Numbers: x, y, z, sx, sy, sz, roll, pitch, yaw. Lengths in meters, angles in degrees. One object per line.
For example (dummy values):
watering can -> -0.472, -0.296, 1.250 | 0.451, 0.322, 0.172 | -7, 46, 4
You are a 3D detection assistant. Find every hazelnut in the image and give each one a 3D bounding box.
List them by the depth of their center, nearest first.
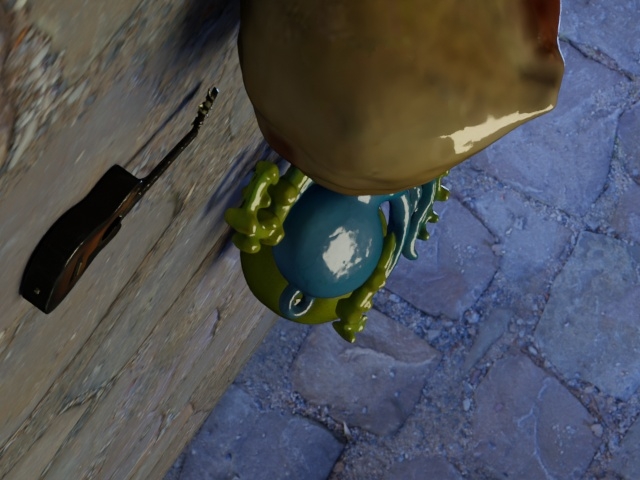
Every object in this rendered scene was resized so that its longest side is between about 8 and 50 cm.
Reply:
hazelnut -> 0.058, -0.145, 1.185 | 0.261, 0.241, 0.261 | -56, 170, -15

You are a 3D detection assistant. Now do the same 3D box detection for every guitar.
guitar -> -0.140, -0.039, 1.243 | 0.233, 0.025, 0.088 | -53, 176, -35

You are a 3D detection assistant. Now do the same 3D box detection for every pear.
pear -> 0.000, 0.000, 2.051 | 0.220, 0.187, 0.187 | -52, 179, 42

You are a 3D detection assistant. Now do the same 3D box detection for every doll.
doll -> 0.023, -0.070, 1.869 | 0.346, 0.098, 0.341 | 22, 90, -55
